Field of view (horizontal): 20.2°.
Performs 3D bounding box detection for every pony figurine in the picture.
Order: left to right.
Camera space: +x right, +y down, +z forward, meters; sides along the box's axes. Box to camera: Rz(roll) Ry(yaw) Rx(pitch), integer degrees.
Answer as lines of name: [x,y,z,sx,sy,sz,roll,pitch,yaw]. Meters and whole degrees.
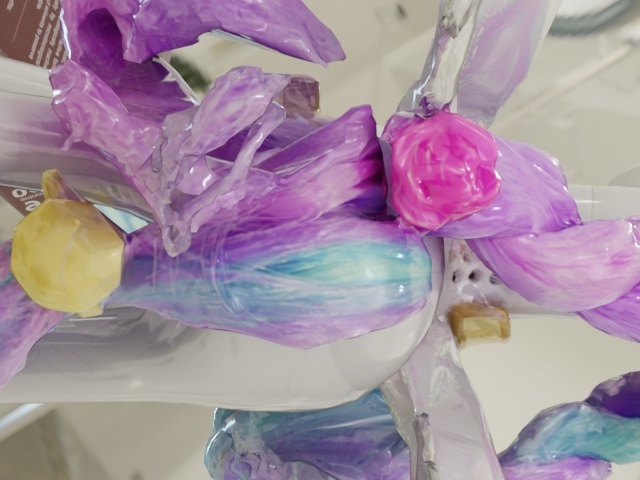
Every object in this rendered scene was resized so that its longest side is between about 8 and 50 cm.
pony figurine: [0.000,0.000,0.436,0.351,0.363,0.303,-29,123,-81]

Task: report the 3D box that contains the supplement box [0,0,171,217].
supplement box: [-0.162,-0.130,0.775,0.239,0.073,0.130,46,40,-39]
